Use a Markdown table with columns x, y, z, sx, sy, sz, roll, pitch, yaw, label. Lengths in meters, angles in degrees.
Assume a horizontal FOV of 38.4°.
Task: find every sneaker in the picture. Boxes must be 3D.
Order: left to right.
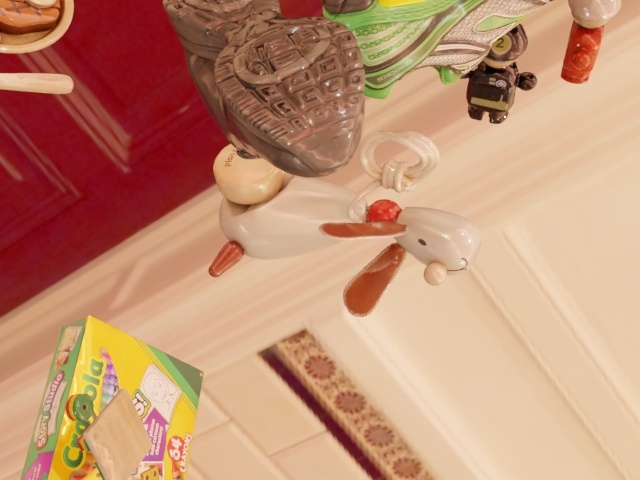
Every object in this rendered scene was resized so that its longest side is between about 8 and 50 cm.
| x | y | z | sx | sy | sz | roll | pitch | yaw | label |
| --- | --- | --- | --- | --- | --- | --- | --- | --- | --- |
| -0.036 | -0.113 | 0.716 | 0.286 | 0.109 | 0.130 | -122 | -163 | -52 | sneaker |
| 0.152 | -0.251 | 0.944 | 0.134 | 0.344 | 0.146 | 46 | -29 | 46 | sneaker |

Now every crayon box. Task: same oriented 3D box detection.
| x | y | z | sx | sy | sz | roll | pitch | yaw | label |
| --- | --- | --- | --- | --- | --- | --- | --- | --- | --- |
| -0.399 | 0.377 | 1.798 | 0.313 | 0.106 | 0.362 | 36 | 49 | -40 | crayon box |

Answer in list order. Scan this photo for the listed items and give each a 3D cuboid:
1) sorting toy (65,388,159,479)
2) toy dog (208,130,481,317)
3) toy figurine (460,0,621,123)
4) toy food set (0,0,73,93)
| x | y | z | sx | sy | sz | roll | pitch | yaw | label |
| --- | --- | --- | --- | --- | --- | --- | --- | --- | --- |
| -0.370 | 0.365 | 1.646 | 0.132 | 0.046 | 0.274 | -55 | 131 | -55 | sorting toy |
| 0.000 | 0.000 | 1.076 | 0.220 | 0.334 | 0.161 | 54 | 48 | -41 | toy dog |
| 0.231 | -0.274 | 1.121 | 0.209 | 0.213 | 0.148 | 58 | -14 | 30 | toy figurine |
| -0.270 | -0.212 | 0.764 | 0.133 | 0.038 | 0.192 | -4 | 68 | -32 | toy food set |
